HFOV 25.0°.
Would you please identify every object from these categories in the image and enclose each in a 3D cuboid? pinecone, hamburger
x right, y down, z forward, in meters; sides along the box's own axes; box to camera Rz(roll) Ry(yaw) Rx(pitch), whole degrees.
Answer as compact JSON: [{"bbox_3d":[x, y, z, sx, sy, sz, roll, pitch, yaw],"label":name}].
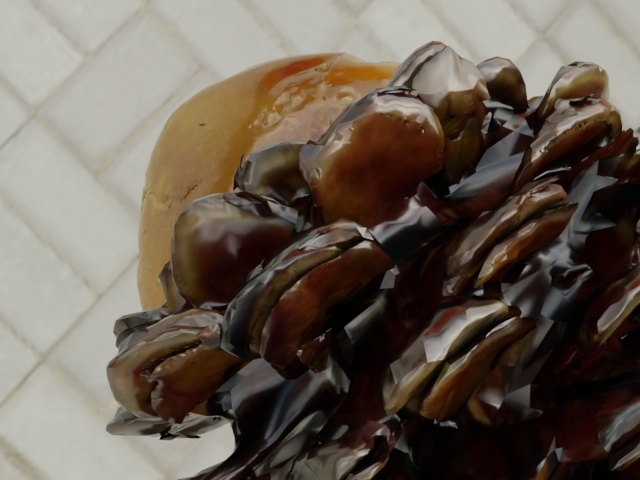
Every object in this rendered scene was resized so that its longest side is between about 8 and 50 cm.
[{"bbox_3d":[0.055,0.053,0.463,0.221,0.221,0.221,4,79,-23],"label":"pinecone"},{"bbox_3d":[0.000,0.000,1.126,0.314,0.170,0.289,1,82,20],"label":"hamburger"}]
